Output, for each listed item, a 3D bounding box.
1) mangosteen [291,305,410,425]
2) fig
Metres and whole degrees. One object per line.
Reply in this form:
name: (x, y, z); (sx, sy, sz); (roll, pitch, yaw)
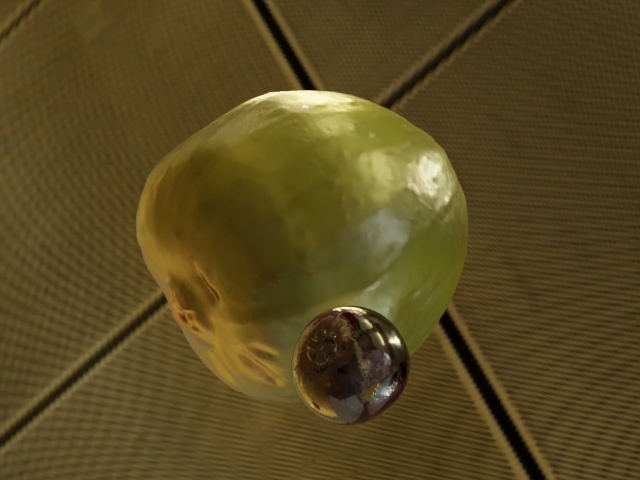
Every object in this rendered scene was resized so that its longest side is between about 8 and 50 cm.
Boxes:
mangosteen: (0.023, 0.084, 0.913); (0.081, 0.081, 0.081); (-11, -109, 32)
fig: (-0.004, -0.005, 1.429); (0.343, 0.343, 0.343); (-11, -109, 32)
